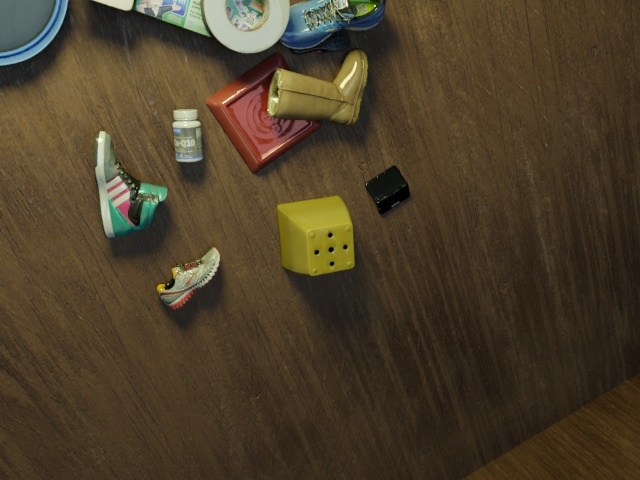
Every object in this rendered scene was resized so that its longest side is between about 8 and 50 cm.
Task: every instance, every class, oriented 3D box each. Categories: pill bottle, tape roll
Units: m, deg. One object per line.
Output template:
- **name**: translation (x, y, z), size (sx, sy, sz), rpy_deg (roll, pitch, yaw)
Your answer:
- **pill bottle**: translation (-0.365, -0.289, 1.675), size (0.078, 0.078, 0.137), rpy_deg (-8, 109, -18)
- **tape roll**: translation (-0.191, -0.589, 1.544), size (0.219, 0.072, 0.219), rpy_deg (-6, 110, -17)

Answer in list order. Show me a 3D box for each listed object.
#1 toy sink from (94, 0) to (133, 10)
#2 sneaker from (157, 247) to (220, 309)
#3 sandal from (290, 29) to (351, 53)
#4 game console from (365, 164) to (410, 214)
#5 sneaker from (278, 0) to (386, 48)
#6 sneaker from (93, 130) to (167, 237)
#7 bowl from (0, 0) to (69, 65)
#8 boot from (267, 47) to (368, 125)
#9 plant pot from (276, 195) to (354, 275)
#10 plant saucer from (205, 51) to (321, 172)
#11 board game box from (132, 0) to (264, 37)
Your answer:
- **toy sink**: translation (-0.509, -0.682, 1.465), size (0.152, 0.131, 0.234), rpy_deg (11, 98, -23)
- **sneaker**: translation (-0.384, 0.102, 1.792), size (0.225, 0.088, 0.093), rpy_deg (-44, 115, -2)
- **sandal**: translation (-0.003, -0.565, 1.741), size (0.179, 0.040, 0.067), rpy_deg (-9, 90, -7)
- **game console**: translation (0.218, -0.162, 1.970), size (0.122, 0.071, 0.107), rpy_deg (-33, 145, -7)
- **sneaker**: translation (0.026, -0.622, 1.650), size (0.329, 0.147, 0.130), rpy_deg (-20, 91, -8)
- **sneaker**: translation (-0.506, -0.150, 1.641), size (0.178, 0.124, 0.296), rpy_deg (-5, 117, -13)
- **bowl**: translation (-0.791, -0.606, 1.415), size (0.390, 0.077, 0.391), rpy_deg (-6, 109, -18)
- **boot**: translation (-0.004, -0.446, 1.718), size (0.269, 0.089, 0.236), rpy_deg (3, 97, -30)
- **plant pot**: translation (0.000, 0.000, 1.845), size (0.212, 0.187, 0.212), rpy_deg (-10, 110, -16)
- **plant saucer**: translation (-0.151, -0.361, 1.749), size (0.259, 0.048, 0.258), rpy_deg (-36, 116, -7)
- **board game box**: translation (-0.296, -0.638, 1.555), size (0.317, 0.046, 0.214), rpy_deg (14, 102, -23)
